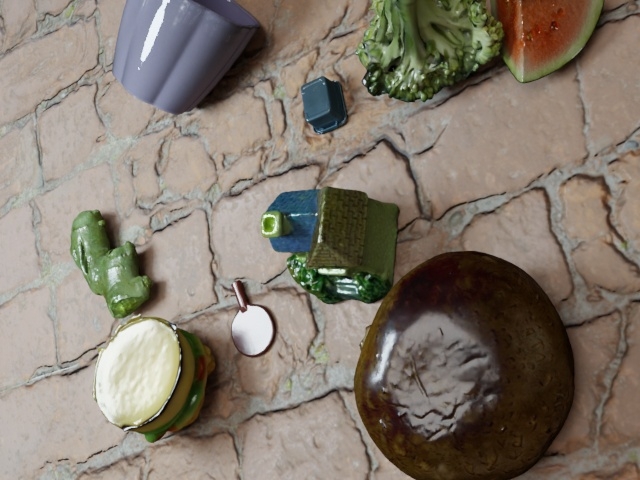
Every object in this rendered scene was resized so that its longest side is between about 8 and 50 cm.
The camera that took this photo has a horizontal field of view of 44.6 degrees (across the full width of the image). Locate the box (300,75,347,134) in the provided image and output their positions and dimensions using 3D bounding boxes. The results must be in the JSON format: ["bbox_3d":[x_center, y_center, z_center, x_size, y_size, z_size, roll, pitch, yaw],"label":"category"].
[{"bbox_3d":[0.003,-0.260,1.483,0.074,0.054,0.099,-19,69,24],"label":"box"}]

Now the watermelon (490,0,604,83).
[{"bbox_3d":[0.351,-0.367,1.285,0.193,0.137,0.145,-49,24,11],"label":"watermelon"}]

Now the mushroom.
[{"bbox_3d":[0.211,0.197,1.160,0.345,0.239,0.345,7,106,24],"label":"mushroom"}]

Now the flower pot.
[{"bbox_3d":[-0.290,-0.403,1.599,0.265,0.265,0.243,46,117,30],"label":"flower pot"}]

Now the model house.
[{"bbox_3d":[0.000,0.000,1.345,0.214,0.189,0.195,4,78,30],"label":"model house"}]

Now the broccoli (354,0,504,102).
[{"bbox_3d":[0.161,-0.353,1.298,0.263,0.243,0.247,38,85,26],"label":"broccoli"}]

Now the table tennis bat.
[{"bbox_3d":[-0.138,0.147,1.490,0.098,0.019,0.155,-31,67,22],"label":"table tennis bat"}]

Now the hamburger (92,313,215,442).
[{"bbox_3d":[-0.309,0.266,1.487,0.237,0.149,0.237,-11,65,25],"label":"hamburger"}]

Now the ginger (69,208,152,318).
[{"bbox_3d":[-0.452,0.044,1.665,0.290,0.089,0.137,39,117,36],"label":"ginger"}]
